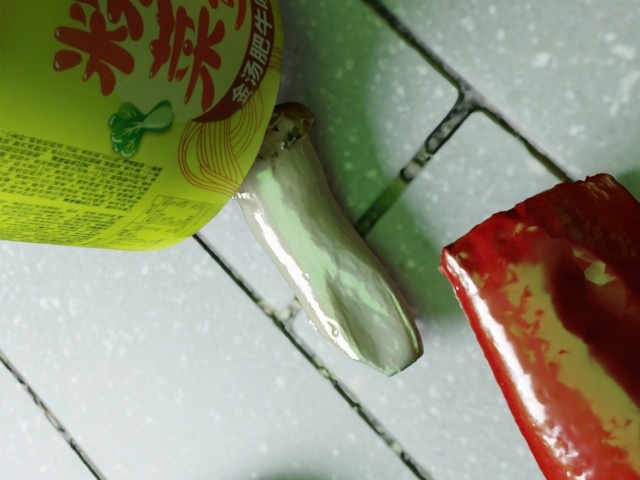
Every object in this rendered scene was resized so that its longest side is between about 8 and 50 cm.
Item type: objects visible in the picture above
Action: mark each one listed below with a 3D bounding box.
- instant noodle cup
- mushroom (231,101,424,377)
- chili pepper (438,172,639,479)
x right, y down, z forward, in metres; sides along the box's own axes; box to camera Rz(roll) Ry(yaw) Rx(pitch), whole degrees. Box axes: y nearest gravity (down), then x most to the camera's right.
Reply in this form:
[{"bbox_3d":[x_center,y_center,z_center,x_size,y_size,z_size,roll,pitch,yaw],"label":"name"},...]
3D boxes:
[{"bbox_3d":[-0.182,-0.128,0.589,0.311,0.222,0.311,-12,71,38],"label":"instant noodle cup"},{"bbox_3d":[0.000,0.000,0.639,0.084,0.071,0.209,-31,83,-5],"label":"mushroom"},{"bbox_3d":[0.193,0.130,0.522,0.131,0.134,0.338,-25,82,12],"label":"chili pepper"}]
